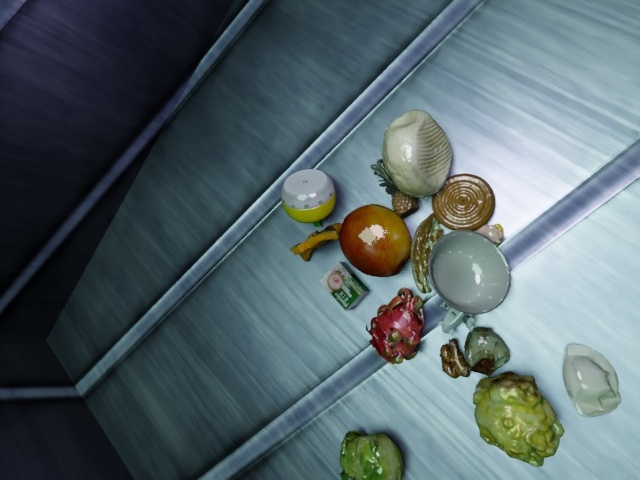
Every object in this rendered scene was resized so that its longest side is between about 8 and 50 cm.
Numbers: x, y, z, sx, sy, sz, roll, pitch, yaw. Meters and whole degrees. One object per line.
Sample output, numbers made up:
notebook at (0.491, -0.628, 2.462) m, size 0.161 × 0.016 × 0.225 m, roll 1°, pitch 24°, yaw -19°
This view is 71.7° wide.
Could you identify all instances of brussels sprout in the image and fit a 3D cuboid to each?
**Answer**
brussels sprout at (0.211, 0.938, 1.865) m, size 0.259 × 0.227 × 0.295 m, roll -40°, pitch 76°, yaw 34°

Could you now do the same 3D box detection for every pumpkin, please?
pumpkin at (-0.021, 0.009, 2.061) m, size 0.290 × 0.258 × 0.095 m, roll -32°, pitch 86°, yaw 17°

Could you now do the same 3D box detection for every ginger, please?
ginger at (0.540, 0.491, 1.820) m, size 0.103 × 0.073 × 0.162 m, roll -21°, pitch 69°, yaw 10°

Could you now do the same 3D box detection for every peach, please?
peach at (0.240, 0.005, 1.910) m, size 0.307 × 0.307 × 0.332 m, roll -40°, pitch 80°, yaw 18°

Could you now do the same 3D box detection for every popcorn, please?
popcorn at (0.712, 0.640, 1.603) m, size 0.311 × 0.312 × 0.313 m, roll -3°, pitch 84°, yaw 27°

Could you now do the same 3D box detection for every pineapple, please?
pineapple at (0.326, -0.235, 1.976) m, size 0.130 × 0.118 × 0.278 m, roll -38°, pitch 69°, yaw 40°

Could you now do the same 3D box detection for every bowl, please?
bowl at (0.559, 0.139, 1.762) m, size 0.336 × 0.157 × 0.338 m, roll 3°, pitch 71°, yaw -9°

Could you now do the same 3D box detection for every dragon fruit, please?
dragon fruit at (0.323, 0.357, 1.855) m, size 0.227 × 0.242 × 0.308 m, roll 163°, pitch 101°, yaw -65°

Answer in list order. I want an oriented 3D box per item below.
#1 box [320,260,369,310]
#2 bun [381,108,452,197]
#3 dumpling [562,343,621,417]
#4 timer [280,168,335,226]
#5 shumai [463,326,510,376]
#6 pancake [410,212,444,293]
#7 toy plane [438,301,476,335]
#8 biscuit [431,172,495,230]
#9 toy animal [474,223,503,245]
box at (0.113, 0.211, 2.066) m, size 0.135 × 0.081 × 0.199 m, roll -49°, pitch 64°, yaw 15°
bun at (0.384, -0.352, 1.844) m, size 0.227 × 0.348 × 0.353 m, roll -10°, pitch 102°, yaw 45°
dumpling at (0.968, 0.497, 1.580) m, size 0.179 × 0.131 × 0.252 m, roll -5°, pitch 60°, yaw 8°
timer at (-0.050, -0.174, 2.122) m, size 0.284 × 0.285 × 0.286 m, roll -3°, pitch 84°, yaw 27°
shumai at (0.634, 0.434, 1.735) m, size 0.183 × 0.142 × 0.184 m, roll -1°, pitch 87°, yaw 25°
pancake at (0.459, 0.045, 1.865) m, size 0.054 × 0.197 × 0.377 m, roll -23°, pitch 44°, yaw 65°
toy plane at (0.558, 0.312, 1.821) m, size 0.173 × 0.080 × 0.174 m, roll -18°, pitch 62°, yaw 38°
biscuit at (0.591, -0.163, 1.842) m, size 0.261 × 0.037 × 0.262 m, roll -6°, pitch 72°, yaw 18°
toy animal at (0.687, -0.036, 1.786) m, size 0.114 × 0.082 × 0.091 m, roll 41°, pitch 103°, yaw 25°
